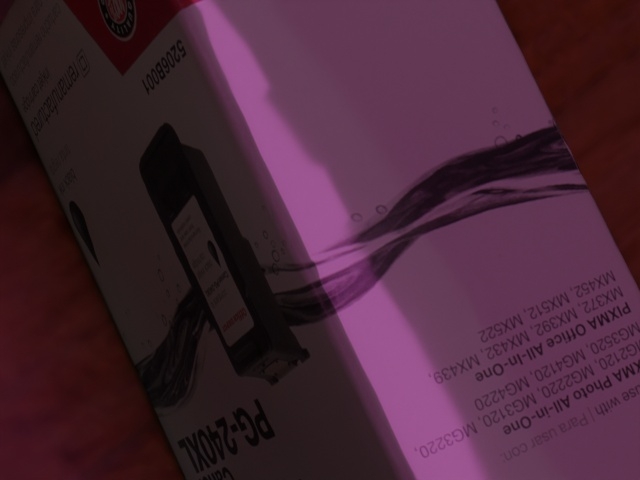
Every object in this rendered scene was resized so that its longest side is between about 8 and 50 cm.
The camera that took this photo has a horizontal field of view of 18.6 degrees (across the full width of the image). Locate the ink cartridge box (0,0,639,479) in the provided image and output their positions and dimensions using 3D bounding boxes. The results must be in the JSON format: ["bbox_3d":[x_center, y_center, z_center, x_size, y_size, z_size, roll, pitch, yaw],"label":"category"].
[{"bbox_3d":[0.000,0.000,0.394,0.063,0.109,0.150,-23,84,-25],"label":"ink cartridge box"}]
